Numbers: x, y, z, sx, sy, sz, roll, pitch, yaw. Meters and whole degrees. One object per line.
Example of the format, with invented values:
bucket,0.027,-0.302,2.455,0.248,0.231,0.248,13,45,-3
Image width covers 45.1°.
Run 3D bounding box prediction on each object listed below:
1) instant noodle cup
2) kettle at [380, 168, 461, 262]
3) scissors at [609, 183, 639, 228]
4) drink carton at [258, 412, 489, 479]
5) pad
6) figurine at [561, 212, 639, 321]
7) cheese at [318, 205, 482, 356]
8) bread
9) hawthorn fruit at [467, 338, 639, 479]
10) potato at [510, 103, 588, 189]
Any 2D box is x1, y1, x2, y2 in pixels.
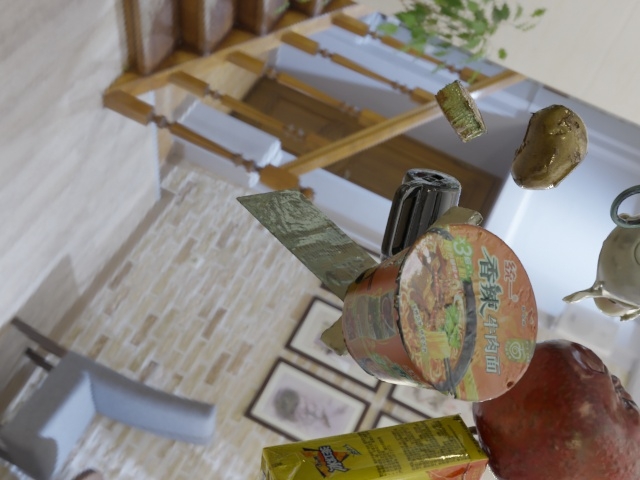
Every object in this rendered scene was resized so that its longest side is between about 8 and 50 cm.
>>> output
instant noodle cup,0.147,0.102,1.044,0.182,0.230,0.230,-20,-144,59
kettle,0.287,-0.054,2.392,0.203,0.262,0.307,-125,-139,-56
scissors,0.694,-0.149,1.346,0.029,0.256,0.383,-72,175,-51
drink carton,0.078,0.386,1.222,0.111,0.351,0.154,-124,-143,-52
pad,0.000,0.000,1.237,0.160,0.265,0.009,-16,142,-52
figurine,0.652,0.091,1.680,0.394,0.275,0.226,61,10,-71
cheese,0.160,0.073,1.516,0.400,0.034,0.085,-43,-148,-10
bread,0.311,-0.295,1.733,0.128,0.069,0.140,41,27,-46
hawthorn fruit,0.377,0.300,1.274,0.275,0.300,0.275,46,36,-48
potato,0.445,-0.175,1.492,0.175,0.137,0.137,-67,171,26
